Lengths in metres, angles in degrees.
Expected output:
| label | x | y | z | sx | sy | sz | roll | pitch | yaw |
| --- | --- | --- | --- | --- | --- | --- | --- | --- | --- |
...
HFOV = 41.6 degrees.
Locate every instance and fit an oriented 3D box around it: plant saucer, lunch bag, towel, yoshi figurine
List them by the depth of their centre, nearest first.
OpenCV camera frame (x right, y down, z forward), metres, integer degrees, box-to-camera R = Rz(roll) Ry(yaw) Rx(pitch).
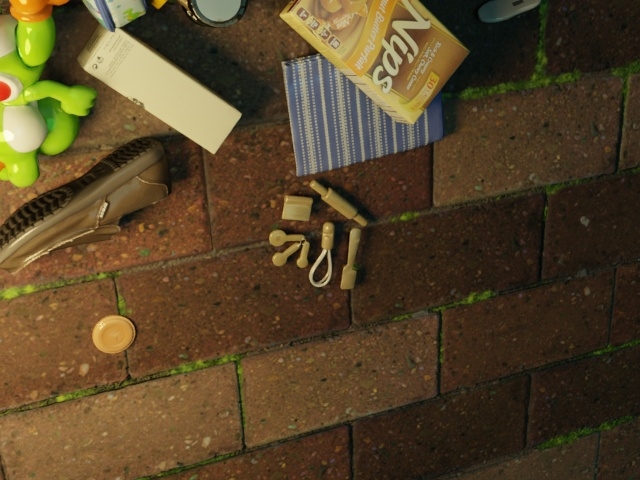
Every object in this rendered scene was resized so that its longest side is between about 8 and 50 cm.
| label | x | y | z | sx | sy | sz | roll | pitch | yaw |
| --- | --- | --- | --- | --- | --- | --- | --- | --- | --- |
| lunch bag | -0.362 | -0.445 | 1.295 | 0.090 | 0.176 | 0.219 | -33 | 83 | -10 |
| yoshi figurine | -0.470 | -0.266 | 1.356 | 0.203 | 0.203 | 0.362 | -7 | 129 | -25 |
| plant saucer | -0.410 | 0.187 | 1.672 | 0.084 | 0.013 | 0.083 | -9 | 115 | -19 |
| towel | 0.093 | -0.278 | 1.686 | 0.336 | 0.040 | 0.243 | -16 | 118 | -15 |

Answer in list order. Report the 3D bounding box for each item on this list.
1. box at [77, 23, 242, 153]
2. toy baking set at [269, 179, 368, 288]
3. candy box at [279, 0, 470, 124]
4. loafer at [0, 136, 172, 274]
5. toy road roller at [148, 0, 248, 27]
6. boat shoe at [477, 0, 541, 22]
| label | x | y | z | sx | sy | sz | roll | pitch | yaw |
| --- | --- | --- | --- | --- | --- | --- | --- | --- | --- |
| box | -0.281 | -0.270 | 1.479 | 0.275 | 0.113 | 0.094 | 33 | 96 | -29 |
| toy baking set | 0.003 | -0.006 | 1.763 | 0.256 | 0.030 | 0.196 | 31 | 100 | -30 |
| candy box | 0.104 | -0.386 | 1.572 | 0.316 | 0.087 | 0.183 | 38 | 89 | -20 |
| loafer | -0.416 | -0.039 | 1.503 | 0.366 | 0.134 | 0.130 | -32 | 120 | -8 |
| toy road roller | -0.173 | -0.516 | 1.376 | 0.241 | 0.202 | 0.329 | 40 | 93 | -20 |
| boat shoe | 0.386 | -0.469 | 1.721 | 0.142 | 0.049 | 0.040 | -19 | 156 | -10 |
